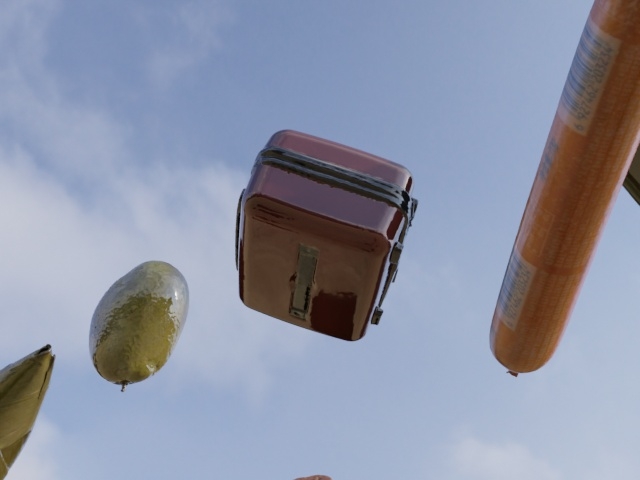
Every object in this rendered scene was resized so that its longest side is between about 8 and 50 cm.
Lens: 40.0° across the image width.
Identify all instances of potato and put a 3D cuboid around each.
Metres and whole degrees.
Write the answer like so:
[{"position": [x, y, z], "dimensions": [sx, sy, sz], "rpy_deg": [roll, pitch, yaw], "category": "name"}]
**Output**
[{"position": [-0.325, 0.153, 1.562], "dimensions": [0.159, 0.251, 0.174], "rpy_deg": [19, -32, -14], "category": "potato"}]

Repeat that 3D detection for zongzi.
[{"position": [-0.278, 0.178, 0.690], "dimensions": [0.078, 0.160, 0.176], "rpy_deg": [35, -47, -23], "category": "zongzi"}]

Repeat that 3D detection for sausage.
[{"position": [0.161, -0.027, 0.563], "dimensions": [0.053, 0.053, 0.347], "rpy_deg": [9, -48, 3], "category": "sausage"}]

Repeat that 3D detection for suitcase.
[{"position": [0.000, 0.000, 1.254], "dimensions": [0.236, 0.161, 0.297], "rpy_deg": [18, -33, 6], "category": "suitcase"}]

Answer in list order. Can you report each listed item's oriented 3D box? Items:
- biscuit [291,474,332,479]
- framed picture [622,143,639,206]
[{"position": [-0.036, 0.501, 1.564], "dimensions": [0.202, 0.334, 0.047], "rpy_deg": [2, -83, 31], "category": "biscuit"}, {"position": [0.545, -0.112, 1.207], "dimensions": [0.326, 0.028, 0.446], "rpy_deg": [47, -13, -8], "category": "framed picture"}]
